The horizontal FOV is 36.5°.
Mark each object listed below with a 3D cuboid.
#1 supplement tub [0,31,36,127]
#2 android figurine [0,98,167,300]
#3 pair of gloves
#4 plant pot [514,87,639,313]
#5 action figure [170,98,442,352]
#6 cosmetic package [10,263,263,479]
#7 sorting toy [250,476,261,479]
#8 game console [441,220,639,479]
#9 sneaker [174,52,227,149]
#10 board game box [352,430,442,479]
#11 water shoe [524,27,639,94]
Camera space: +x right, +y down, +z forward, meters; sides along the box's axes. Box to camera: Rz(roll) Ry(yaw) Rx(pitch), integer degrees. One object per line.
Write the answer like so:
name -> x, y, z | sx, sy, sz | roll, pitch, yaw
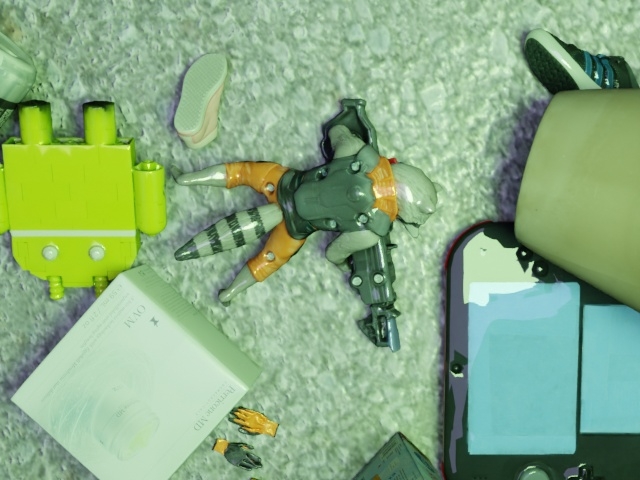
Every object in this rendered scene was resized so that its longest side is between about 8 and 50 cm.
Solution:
supplement tub -> -0.544, -0.149, 1.249 | 0.207, 0.207, 0.338 | 39, 95, 1
android figurine -> -0.328, -0.049, 1.286 | 0.248, 0.056, 0.273 | 2, 108, -2
pair of gloves -> -0.104, 0.274, 1.342 | 0.074, 0.010, 0.083 | 24, 96, 2
plant pot -> 0.386, -0.049, 1.124 | 0.280, 0.323, 0.323 | 16, 95, 19
action figure -> 0.000, 0.000, 1.240 | 0.330, 0.178, 0.341 | -16, 90, 15
cosmetic package -> -0.237, 0.190, 1.284 | 0.224, 0.138, 0.224 | 41, 96, -1
sorting toy -> -0.074, 0.498, 1.345 | 0.229, 0.041, 0.307 | 19, 88, 0
game console -> 0.332, 0.167, 1.280 | 0.342, 0.060, 0.386 | 1, 94, 4
sneaker -> -0.158, -0.183, 1.303 | 0.051, 0.070, 0.134 | 12, 65, 12
board game box -> 0.025, 0.392, 1.169 | 0.066, 0.319, 0.318 | 43, 89, 0
water shoe -> 0.353, -0.212, 1.258 | 0.203, 0.073, 0.080 | 42, 75, -4
